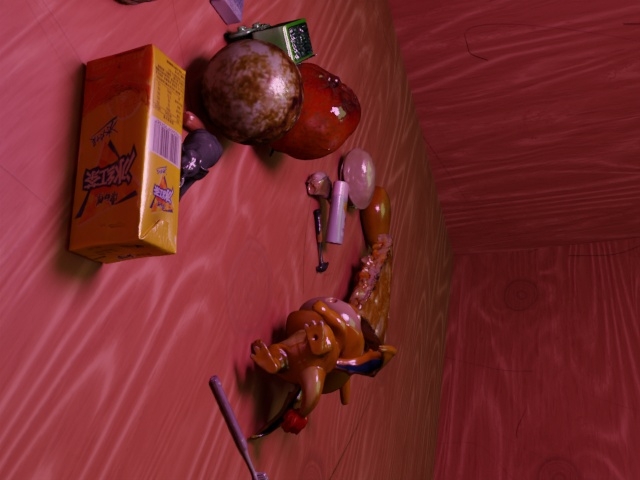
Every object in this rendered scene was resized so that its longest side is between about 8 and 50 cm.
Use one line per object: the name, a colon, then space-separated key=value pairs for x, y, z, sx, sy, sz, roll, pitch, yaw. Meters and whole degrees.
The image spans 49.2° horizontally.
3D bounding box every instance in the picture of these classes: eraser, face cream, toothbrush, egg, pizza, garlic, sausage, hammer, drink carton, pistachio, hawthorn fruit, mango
eraser: x=-0.230 y=-0.662 z=1.779 sx=0.092 sy=0.046 sz=0.213 roll=47 pitch=41 yaw=-58
face cream: x=0.055 y=-0.088 z=2.231 sx=0.084 sy=0.057 sz=0.198 roll=33 pitch=65 yaw=-80
toothbrush: x=-0.180 y=0.448 z=1.597 sx=0.024 sy=0.029 sz=0.354 roll=-86 pitch=161 yaw=-62
egg: x=-0.153 y=-0.337 z=1.619 sx=0.289 sy=0.238 sz=0.238 roll=7 pitch=77 yaw=-84
pizza: x=0.159 y=0.195 z=2.449 sx=0.406 sy=0.130 sz=0.440 roll=-4 pitch=98 yaw=-69
garlic: x=-0.001 y=-0.176 z=2.232 sx=0.084 sy=0.066 sz=0.152 roll=-67 pitch=155 yaw=1
sausage: x=-0.278 y=-0.258 z=1.545 sx=0.083 sy=0.034 sz=0.034 roll=32 pitch=54 yaw=-66
hammer: x=0.000 y=0.000 z=2.225 sx=0.078 sy=0.021 sz=0.201 roll=2 pitch=83 yaw=-70
drink carton: x=-0.329 y=-0.145 z=1.203 sx=0.111 sy=0.154 sz=0.352 roll=31 pitch=55 yaw=-62
pistachio: x=0.135 y=-0.224 z=2.521 sx=0.152 sy=0.126 sz=0.223 roll=-8 pitch=97 yaw=-36
hawthorn fruit: x=-0.046 y=-0.315 z=1.865 sx=0.254 sy=0.300 sz=0.254 roll=25 pitch=39 yaw=-22
mango: x=0.213 y=-0.085 z=2.699 sx=0.138 sy=0.113 sz=0.254 roll=-4 pitch=95 yaw=-74

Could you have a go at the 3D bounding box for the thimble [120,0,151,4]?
thimble: x=-0.330 y=-0.527 z=1.333 sx=0.190 sy=0.143 sz=0.138 roll=31 pitch=55 yaw=-66

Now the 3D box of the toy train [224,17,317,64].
toy train: x=-0.125 y=-0.504 z=1.813 sx=0.243 sy=0.188 sz=0.133 roll=-55 pitch=135 yaw=-62

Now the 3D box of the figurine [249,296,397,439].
figurine: x=-0.024 y=0.308 z=1.758 sx=0.268 sy=0.401 sz=0.387 roll=48 pitch=8 yaw=13

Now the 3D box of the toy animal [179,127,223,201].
toy animal: x=-0.268 y=-0.141 z=1.365 sx=0.082 sy=0.137 sz=0.269 roll=44 pitch=22 yaw=-11

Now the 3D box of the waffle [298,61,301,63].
waffle: x=-0.088 y=-0.427 z=2.075 sx=0.292 sy=0.056 sz=0.309 roll=-52 pitch=133 yaw=-63
